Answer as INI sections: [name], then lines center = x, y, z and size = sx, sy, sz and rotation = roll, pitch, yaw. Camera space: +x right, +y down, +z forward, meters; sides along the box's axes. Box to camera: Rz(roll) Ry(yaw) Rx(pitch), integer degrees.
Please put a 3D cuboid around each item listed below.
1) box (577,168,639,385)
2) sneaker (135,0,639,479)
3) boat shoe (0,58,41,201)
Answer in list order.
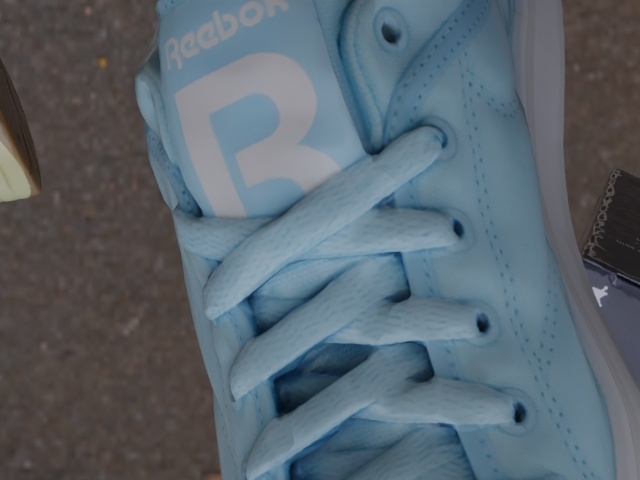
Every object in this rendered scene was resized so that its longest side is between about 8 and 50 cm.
[box]
center = 0.188, 0.054, 0.883
size = 0.156, 0.158, 0.093
rotation = 25, 111, 6
[sneaker]
center = 0.000, 0.000, 0.500
size = 0.135, 0.366, 0.150
rotation = -26, 139, 23
[boat shoe]
center = -0.225, -0.103, 0.919
size = 0.089, 0.104, 0.285
rotation = -19, 141, 1
